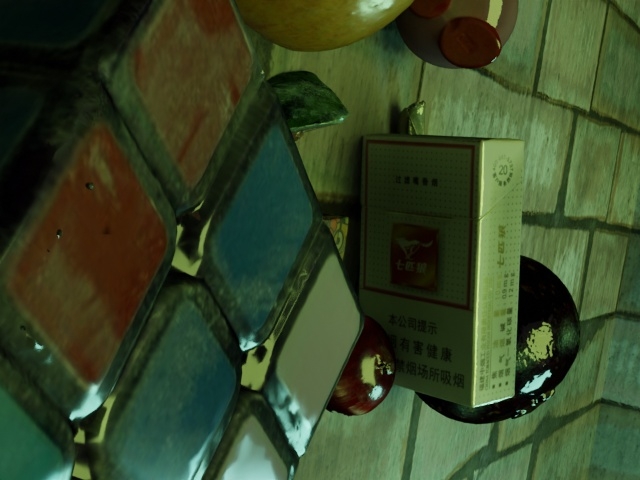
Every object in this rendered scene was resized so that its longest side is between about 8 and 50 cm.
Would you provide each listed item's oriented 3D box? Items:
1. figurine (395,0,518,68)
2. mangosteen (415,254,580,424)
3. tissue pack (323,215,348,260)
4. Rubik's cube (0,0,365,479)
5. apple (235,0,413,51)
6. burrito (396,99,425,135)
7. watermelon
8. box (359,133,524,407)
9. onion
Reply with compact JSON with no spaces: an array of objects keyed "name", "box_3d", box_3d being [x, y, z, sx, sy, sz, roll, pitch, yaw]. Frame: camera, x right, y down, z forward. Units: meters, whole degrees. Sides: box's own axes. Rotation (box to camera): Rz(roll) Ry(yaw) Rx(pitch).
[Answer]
[{"name":"figurine","box_3d":[0.180,-0.311,1.449,0.173,0.173,0.173,-33,128,-55]},{"name":"mangosteen","box_3d":[0.244,0.131,1.652,0.288,0.288,0.288,-33,128,-55]},{"name":"tissue pack","box_3d":[0.000,0.000,1.357,0.083,0.035,0.063,-3,103,-61]},{"name":"Rubik's cube","box_3d":[-0.215,0.052,0.600,0.359,0.363,0.362,72,35,-50]},{"name":"apple","box_3d":[-0.020,-0.317,0.939,0.275,0.299,0.299,-58,161,23]},{"name":"burrito","box_3d":[0.123,-0.126,1.536,0.041,0.055,0.149,-10,112,-30]},{"name":"watermelon","box_3d":[-0.033,-0.133,1.205,0.155,0.101,0.080,-12,122,-51]},{"name":"box","box_3d":[0.151,0.029,1.422,0.095,0.210,0.330,-4,99,-42]},{"name":"onion","box_3d":[0.039,0.158,1.396,0.131,0.131,0.131,-33,128,-55]}]
